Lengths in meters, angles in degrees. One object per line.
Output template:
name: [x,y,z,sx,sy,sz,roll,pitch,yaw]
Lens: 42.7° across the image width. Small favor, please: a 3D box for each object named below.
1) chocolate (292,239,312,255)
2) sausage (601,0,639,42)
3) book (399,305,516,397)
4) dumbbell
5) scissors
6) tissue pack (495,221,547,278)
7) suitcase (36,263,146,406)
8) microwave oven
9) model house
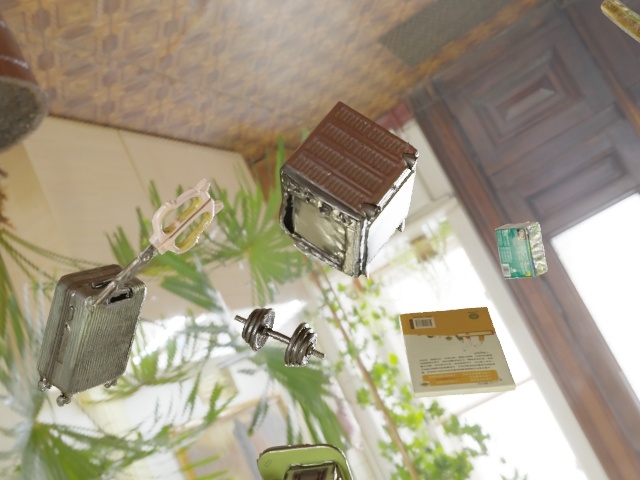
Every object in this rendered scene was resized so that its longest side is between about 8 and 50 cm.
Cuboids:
chocolate: [0.000,0.000,1.649,0.072,0.072,0.167,-32,154,25]
sausage: [0.499,-0.346,1.309,0.033,0.033,0.269,-30,-154,15]
book: [0.287,0.234,1.765,0.208,0.020,0.295,-4,-152,2]
dumbbell: [-0.085,0.199,1.687,0.099,0.208,0.099,-57,161,-33]
scissors: [-0.313,0.014,1.561,0.317,0.024,0.160,-45,152,-12]
tissue pack: [0.435,0.018,1.751,0.079,0.111,0.085,-20,-169,-41]
suitcase: [-0.530,0.212,1.884,0.202,0.128,0.312,-16,131,-56]
microwave oven: [0.045,-0.071,1.386,0.188,0.178,0.247,-53,164,-22]
model house: [-0.044,0.588,1.681,0.205,0.218,0.279,-11,-156,16]
